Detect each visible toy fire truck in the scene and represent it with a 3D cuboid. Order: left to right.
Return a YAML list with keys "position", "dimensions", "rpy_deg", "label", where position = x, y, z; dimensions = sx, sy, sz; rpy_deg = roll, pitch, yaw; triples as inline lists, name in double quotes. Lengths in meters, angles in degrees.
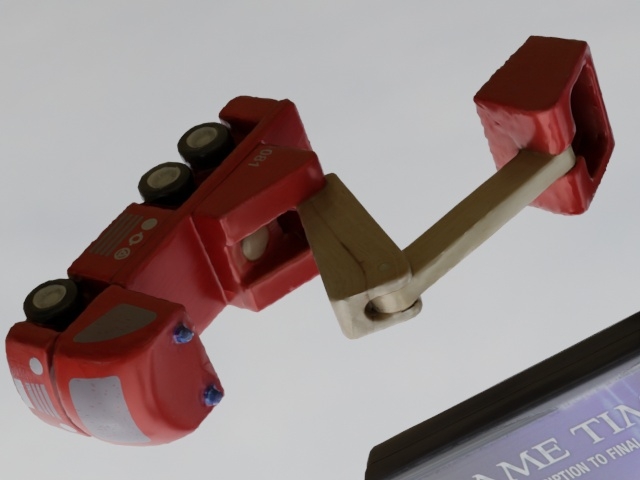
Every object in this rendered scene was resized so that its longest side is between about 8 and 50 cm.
- position: [0.000, 0.000, 0.594]
  dimensions: [0.135, 0.047, 0.192]
  rpy_deg: [11, -133, 38]
  label: "toy fire truck"

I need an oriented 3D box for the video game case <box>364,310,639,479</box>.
- position: [0.177, 0.125, 0.633]
  dimensions: [0.196, 0.274, 0.026]
  rpy_deg: [-31, -153, 29]
  label: "video game case"
